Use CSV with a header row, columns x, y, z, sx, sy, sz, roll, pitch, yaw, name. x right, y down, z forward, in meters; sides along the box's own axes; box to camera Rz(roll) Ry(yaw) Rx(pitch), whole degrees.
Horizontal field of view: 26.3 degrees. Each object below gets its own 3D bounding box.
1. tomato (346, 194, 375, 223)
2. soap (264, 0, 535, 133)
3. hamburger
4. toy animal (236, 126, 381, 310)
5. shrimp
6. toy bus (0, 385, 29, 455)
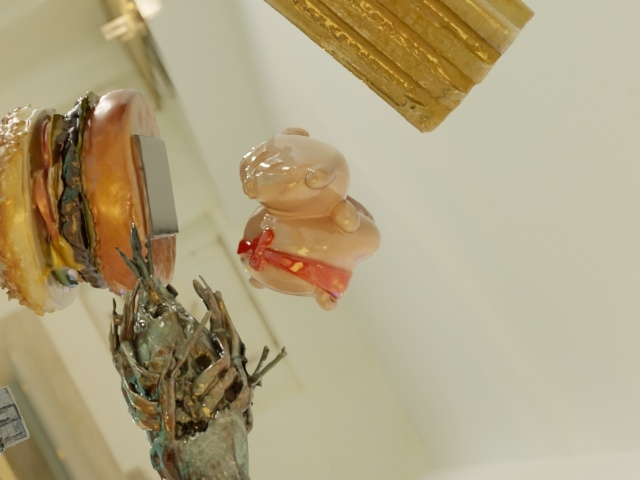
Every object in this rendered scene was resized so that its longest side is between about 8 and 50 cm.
x,y,z,sx,sy,sz,roll,pitch,yaw,name
-0.002,0.005,2.159,0.166,0.174,0.082,41,29,-55,tomato
0.069,-0.260,1.447,0.274,0.089,0.173,40,-53,-1,soap
-0.308,-0.047,1.736,0.291,0.225,0.291,-5,90,-85,hamburger
-0.021,-0.019,1.602,0.171,0.171,0.198,-132,-145,-59,toy animal
-0.123,0.131,1.411,0.137,0.172,0.372,100,-24,-72,shrimp
-0.345,0.182,1.205,0.190,0.075,0.064,-20,87,-54,toy bus
